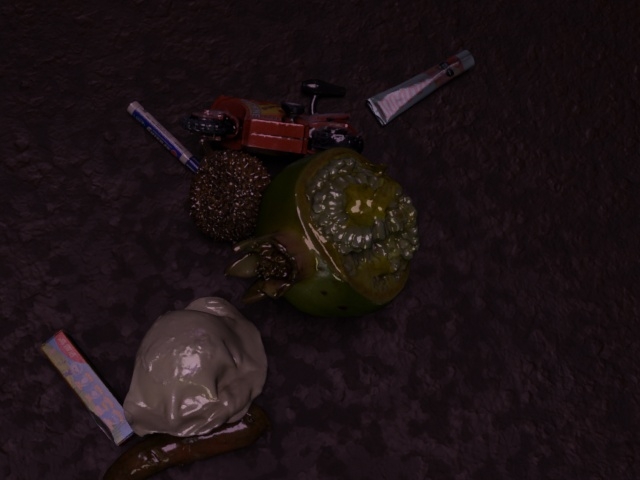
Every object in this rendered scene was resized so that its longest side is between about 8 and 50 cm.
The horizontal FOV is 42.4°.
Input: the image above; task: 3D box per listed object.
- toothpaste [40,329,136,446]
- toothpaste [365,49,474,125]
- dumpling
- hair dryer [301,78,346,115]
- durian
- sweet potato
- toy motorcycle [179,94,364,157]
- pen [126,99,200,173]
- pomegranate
[{"bbox_3d":[-0.347,0.222,1.246,0.044,0.070,0.193,-40,81,-12],"label":"toothpaste"},{"bbox_3d":[0.179,-0.274,1.457,0.205,0.036,0.056,-31,81,-9],"label":"toothpaste"},{"bbox_3d":[-0.177,0.190,1.227,0.193,0.147,0.258,14,48,10],"label":"dumpling"},{"bbox_3d":[0.002,-0.238,1.438,0.079,0.031,0.083,8,87,-12],"label":"hair dryer"},{"bbox_3d":[-0.149,-0.071,1.299,0.148,0.091,0.188,-20,109,5],"label":"durian"},{"bbox_3d":[-0.207,0.308,1.236,0.273,0.075,0.075,-21,77,-8],"label":"sweet potato"},{"bbox_3d":[-0.077,-0.182,1.344,0.298,0.171,0.089,7,97,-8],"label":"toy motorcycle"},{"bbox_3d":[-0.249,-0.161,1.388,0.204,0.025,0.025,44,75,7],"label":"pen"},{"bbox_3d":[0.000,0.000,1.235,0.340,0.260,0.260,-19,75,-42],"label":"pomegranate"}]
